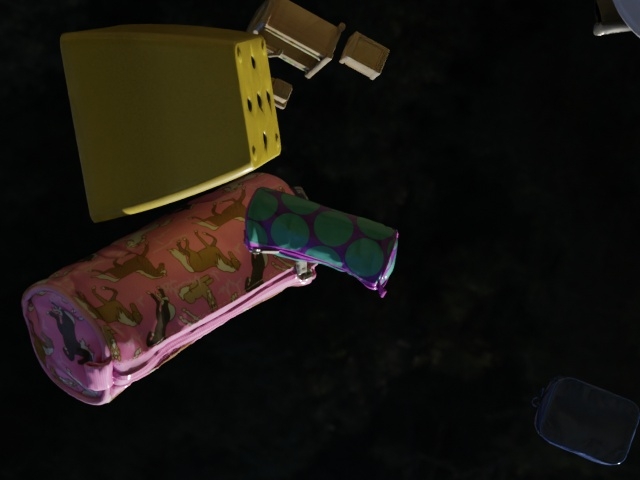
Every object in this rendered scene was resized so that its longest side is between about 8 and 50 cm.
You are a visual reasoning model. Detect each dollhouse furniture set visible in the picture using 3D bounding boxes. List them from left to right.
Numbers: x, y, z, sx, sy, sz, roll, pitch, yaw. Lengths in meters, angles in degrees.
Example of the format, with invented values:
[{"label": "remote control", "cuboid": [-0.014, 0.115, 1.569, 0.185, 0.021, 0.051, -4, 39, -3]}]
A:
[{"label": "dollhouse furniture set", "cuboid": [-0.027, -0.227, 1.966, 0.182, 0.161, 0.101, 27, 161, -14]}]

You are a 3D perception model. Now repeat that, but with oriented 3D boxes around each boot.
[{"label": "boot", "cuboid": [0.444, -0.365, 1.993, 0.137, 0.198, 0.077, -5, 131, 7]}]

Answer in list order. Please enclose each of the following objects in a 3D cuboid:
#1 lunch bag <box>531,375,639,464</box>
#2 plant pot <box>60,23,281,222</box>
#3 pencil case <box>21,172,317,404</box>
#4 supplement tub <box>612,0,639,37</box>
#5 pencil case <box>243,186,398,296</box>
[{"label": "lunch bag", "cuboid": [0.248, 0.169, 1.339, 0.098, 0.067, 0.065, 22, 177, 6]}, {"label": "plant pot", "cuboid": [-0.159, -0.150, 1.626, 0.187, 0.212, 0.212, -6, -170, 14]}, {"label": "pencil case", "cuboid": [-0.171, 0.052, 1.694, 0.386, 0.160, 0.167, -29, -167, -40]}, {"label": "supplement tub", "cuboid": [0.380, -0.274, 1.352, 0.117, 0.190, 0.117, 54, 164, 24]}, {"label": "pencil case", "cuboid": [0.000, 0.000, 1.378, 0.152, 0.070, 0.064, 16, 156, 3]}]
